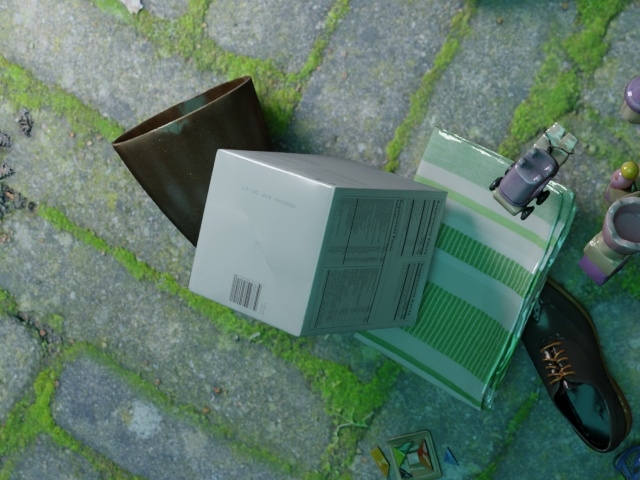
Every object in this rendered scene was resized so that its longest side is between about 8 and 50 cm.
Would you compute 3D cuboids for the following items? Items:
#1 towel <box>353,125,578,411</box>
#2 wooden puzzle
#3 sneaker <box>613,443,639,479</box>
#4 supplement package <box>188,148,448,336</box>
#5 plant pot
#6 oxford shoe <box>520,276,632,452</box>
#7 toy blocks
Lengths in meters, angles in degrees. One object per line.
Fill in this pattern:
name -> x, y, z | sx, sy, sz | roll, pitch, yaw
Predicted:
towel -> 0.192, 0.038, 1.897 | 0.248, 0.038, 0.324 | 28, 104, 33
wooden puzzle -> 0.133, 0.313, 1.994 | 0.116, 0.014, 0.078 | -24, 88, 19
sneaker -> 0.451, 0.374, 1.869 | 0.087, 0.083, 0.221 | -12, 87, 33
supplement package -> 0.000, 0.000, 1.848 | 0.199, 0.263, 0.198 | 20, 103, 35
plant pot -> -0.146, -0.081, 1.960 | 0.215, 0.215, 0.230 | -21, 103, 19
oxford shoe -> 0.331, 0.159, 1.865 | 0.097, 0.098, 0.271 | -34, 84, 19
toy blocks -> 0.421, -0.088, 1.672 | 0.309, 0.260, 0.288 | 43, 73, 11
